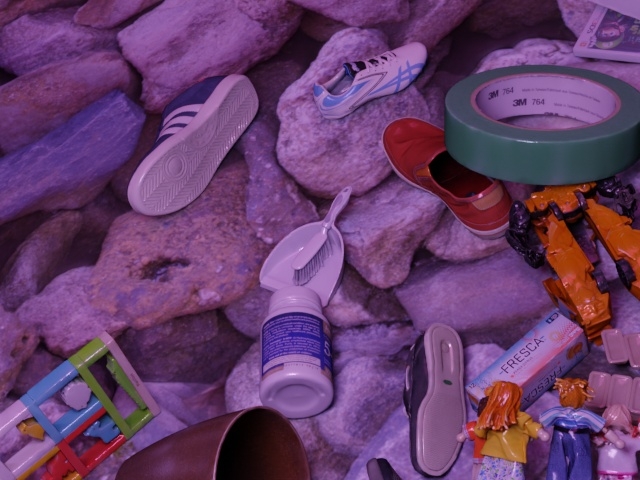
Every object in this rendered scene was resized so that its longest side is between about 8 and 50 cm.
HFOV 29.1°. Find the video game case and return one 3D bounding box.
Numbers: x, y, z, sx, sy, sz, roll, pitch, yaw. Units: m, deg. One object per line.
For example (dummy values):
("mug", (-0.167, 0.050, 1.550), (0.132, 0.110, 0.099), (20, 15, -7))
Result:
("video game case", (0.571, -0.383, 2.209), (0.190, 0.022, 0.173), (12, 54, 30))

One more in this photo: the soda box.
("soda box", (0.295, 0.185, 1.758), (0.183, 0.058, 0.063), (-38, 46, -15))

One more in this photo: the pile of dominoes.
("pile of dominoes", (0.489, 0.222, 1.677), (0.251, 0.040, 0.196), (8, 51, 18))

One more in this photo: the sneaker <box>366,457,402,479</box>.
("sneaker", (0.149, 0.366, 1.630), (0.130, 0.087, 0.227), (-27, 47, -7))

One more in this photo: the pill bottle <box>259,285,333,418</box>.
("pill bottle", (-0.037, 0.164, 1.873), (0.112, 0.112, 0.186), (-12, 46, 11))

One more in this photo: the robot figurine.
("robot figurine", (0.404, 0.014, 1.857), (0.211, 0.085, 0.291), (-22, 45, 1))

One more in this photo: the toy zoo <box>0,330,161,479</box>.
("toy zoo", (-0.392, 0.290, 1.841), (0.293, 0.192, 0.030), (-40, 46, -16))

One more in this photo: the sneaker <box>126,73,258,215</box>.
("sneaker", (-0.264, -0.179, 2.292), (0.148, 0.131, 0.350), (10, 47, 38))

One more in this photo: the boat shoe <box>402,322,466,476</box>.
("boat shoe", (0.157, 0.235, 1.771), (0.079, 0.084, 0.233), (-37, 37, 45))

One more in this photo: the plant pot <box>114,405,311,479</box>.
("plant pot", (-0.167, 0.346, 1.711), (0.230, 0.215, 0.215), (-11, 44, 33))

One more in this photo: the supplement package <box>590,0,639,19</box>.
("supplement package", (0.606, -0.506, 2.191), (0.203, 0.149, 0.194), (-30, 40, -21))

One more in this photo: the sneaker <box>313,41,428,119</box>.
("sneaker", (0.095, -0.307, 2.286), (0.237, 0.086, 0.085), (-30, 43, -9))

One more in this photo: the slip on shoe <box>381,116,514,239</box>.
("slip on shoe", (0.208, -0.127, 2.058), (0.123, 0.101, 0.331), (-33, 44, -8))

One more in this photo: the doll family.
("doll family", (0.294, 0.259, 1.600), (0.263, 0.118, 0.163), (1, 81, 21))

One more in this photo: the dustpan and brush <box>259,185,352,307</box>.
("dustpan and brush", (0.000, 0.000, 2.050), (0.147, 0.060, 0.211), (17, 57, 34))

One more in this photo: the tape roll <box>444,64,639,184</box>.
("tape roll", (0.361, -0.193, 1.994), (0.321, 0.077, 0.321), (-2, 30, 1))
